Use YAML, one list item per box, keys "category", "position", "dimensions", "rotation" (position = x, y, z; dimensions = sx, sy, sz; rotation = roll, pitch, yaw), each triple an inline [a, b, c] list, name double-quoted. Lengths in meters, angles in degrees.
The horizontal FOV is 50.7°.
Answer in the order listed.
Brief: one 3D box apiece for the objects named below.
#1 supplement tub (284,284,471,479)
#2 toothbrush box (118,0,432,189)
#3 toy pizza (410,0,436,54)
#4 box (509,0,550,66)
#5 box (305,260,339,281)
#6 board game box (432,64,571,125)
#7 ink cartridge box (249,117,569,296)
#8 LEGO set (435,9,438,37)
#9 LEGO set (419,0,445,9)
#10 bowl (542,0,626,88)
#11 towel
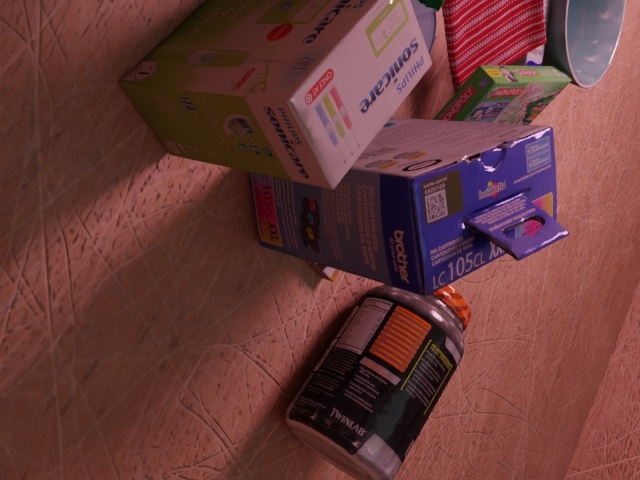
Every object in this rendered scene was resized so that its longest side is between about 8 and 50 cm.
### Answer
- category: "supplement tub"
  position: [0.109, 0.223, 1.156]
  dimensions: [0.338, 0.207, 0.207]
  rotation: [-53, 136, -23]
- category: "toothbrush box"
  position: [-0.054, -0.189, 0.766]
  dimensions: [0.206, 0.283, 0.122]
  rotation: [-52, 136, -23]
- category: "toy pizza"
  position: [0.093, -0.320, 1.021]
  dimensions: [0.201, 0.032, 0.201]
  rotation: [-14, 116, -30]
- category: "box"
  position: [0.361, -0.400, 1.302]
  dimensions: [0.072, 0.126, 0.137]
  rotation: [-15, 114, -48]
- category: "box"
  position: [0.000, 0.000, 1.094]
  dimensions: [0.081, 0.028, 0.136]
  rotation: [-61, 140, -15]
- category: "board game box"
  position: [0.324, -0.237, 1.281]
  dimensions: [0.317, 0.046, 0.213]
  rotation: [-14, 152, -47]
- category: "ink cartridge box"
  position: [0.122, -0.062, 0.895]
  dimensions: [0.270, 0.396, 0.151]
  rotation: [-22, 111, -34]
- category: "LEGO set"
  position: [0.150, -0.412, 1.083]
  dimensions: [0.087, 0.093, 0.227]
  rotation: [-3, 138, -15]
- category: "LEGO set"
  position: [0.065, -0.433, 0.804]
  dimensions: [0.255, 0.331, 0.192]
  rotation: [33, 92, -35]
- category: "bowl"
  position: [0.501, -0.481, 1.410]
  dimensions: [0.312, 0.163, 0.311]
  rotation: [-21, 118, -45]
- category: "towel"
  position: [0.294, -0.378, 1.121]
  dimensions: [0.199, 0.031, 0.275]
  rotation: [-32, 147, -3]
